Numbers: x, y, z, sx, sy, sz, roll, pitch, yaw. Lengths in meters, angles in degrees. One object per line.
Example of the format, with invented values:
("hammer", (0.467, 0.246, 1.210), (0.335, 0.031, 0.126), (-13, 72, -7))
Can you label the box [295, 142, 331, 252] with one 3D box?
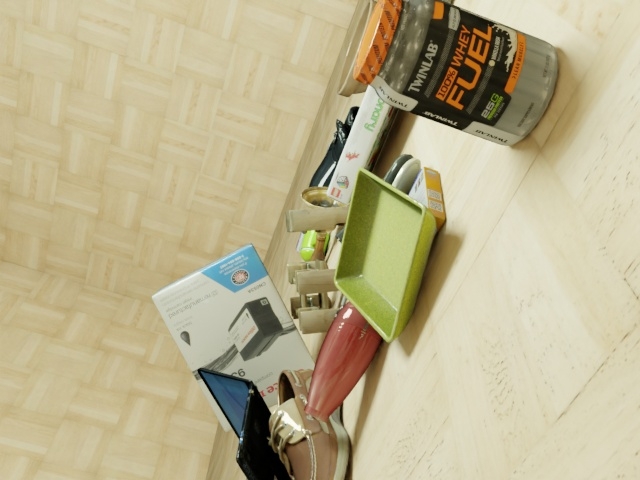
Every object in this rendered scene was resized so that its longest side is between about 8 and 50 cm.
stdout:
("box", (0.007, -0.114, 1.762), (0.063, 0.067, 0.324), (-141, 67, -82))

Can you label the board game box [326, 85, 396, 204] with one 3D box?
("board game box", (0.109, -0.238, 1.228), (0.305, 0.053, 0.193), (-68, -8, 28))

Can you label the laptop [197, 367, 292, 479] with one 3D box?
("laptop", (-0.127, 0.365, 1.045), (0.264, 0.136, 0.234), (-87, -25, -63))

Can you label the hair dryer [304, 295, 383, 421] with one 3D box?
("hair dryer", (0.047, 0.161, 0.979), (0.294, 0.080, 0.224), (-61, -6, -48))

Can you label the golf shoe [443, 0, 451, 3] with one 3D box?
("golf shoe", (0.221, -0.453, 1.156), (0.176, 0.069, 0.086), (-66, -10, 19))

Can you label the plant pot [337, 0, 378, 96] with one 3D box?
("plant pot", (0.129, -0.458, 1.523), (0.237, 0.109, 0.238), (-162, 90, -82))

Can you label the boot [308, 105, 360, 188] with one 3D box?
("boot", (0.046, -0.205, 1.591), (0.207, 0.094, 0.247), (121, 170, -71))

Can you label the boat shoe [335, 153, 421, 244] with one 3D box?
("boat shoe", (0.089, -0.058, 1.015), (0.084, 0.079, 0.233), (-29, -23, -39))

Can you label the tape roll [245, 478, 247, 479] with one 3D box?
("tape roll", (-0.133, 0.583, 1.244), (0.219, 0.072, 0.219), (-162, 90, -82))

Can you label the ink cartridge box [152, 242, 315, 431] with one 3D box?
("ink cartridge box", (-0.167, 0.190, 1.255), (0.308, 0.223, 0.129), (63, 173, -5))

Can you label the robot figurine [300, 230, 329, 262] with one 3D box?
("robot figurine", (-0.016, 0.011, 1.646), (0.101, 0.067, 0.115), (115, 170, -71))

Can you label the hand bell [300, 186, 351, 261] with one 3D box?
("hand bell", (0.000, 0.000, 1.551), (0.126, 0.126, 0.242), (-89, 6, -62))

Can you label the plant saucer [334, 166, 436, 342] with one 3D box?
("plant saucer", (0.091, 0.014, 0.847), (0.188, 0.045, 0.188), (-135, 53, -58))

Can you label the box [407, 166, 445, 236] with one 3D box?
("box", (0.145, -0.044, 0.880), (0.136, 0.028, 0.081), (-80, 11, -52))

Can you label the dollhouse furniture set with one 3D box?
("dollhouse furniture set", (0.022, 0.055, 1.251), (0.212, 0.160, 0.242), (-169, 74, -82))

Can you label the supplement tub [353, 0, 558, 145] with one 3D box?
("supplement tub", (0.138, -0.182, 0.649), (0.117, 0.190, 0.117), (-163, 90, -81))

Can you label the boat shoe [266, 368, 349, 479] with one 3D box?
("boat shoe", (-0.030, 0.312, 0.971), (0.324, 0.116, 0.123), (-99, 27, -71))
